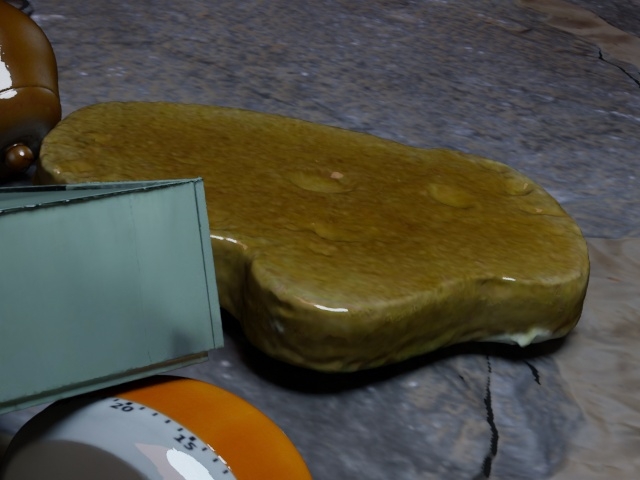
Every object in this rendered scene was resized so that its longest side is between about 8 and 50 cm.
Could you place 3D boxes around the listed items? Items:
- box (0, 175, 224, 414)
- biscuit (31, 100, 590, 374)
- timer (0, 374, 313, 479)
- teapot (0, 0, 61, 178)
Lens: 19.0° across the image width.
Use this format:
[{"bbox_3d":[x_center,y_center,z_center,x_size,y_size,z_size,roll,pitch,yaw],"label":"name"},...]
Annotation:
[{"bbox_3d":[-0.168,0.023,0.859,0.225,0.086,0.129,-2,7,45],"label":"box"},{"bbox_3d":[0.000,0.002,1.137,0.343,0.057,0.287,8,24,-12],"label":"biscuit"},{"bbox_3d":[-0.061,0.110,0.825,0.136,0.099,0.136,24,19,-9],"label":"timer"},{"bbox_3d":[-0.204,-0.083,1.178,0.116,0.116,0.173,25,1,26],"label":"teapot"}]
